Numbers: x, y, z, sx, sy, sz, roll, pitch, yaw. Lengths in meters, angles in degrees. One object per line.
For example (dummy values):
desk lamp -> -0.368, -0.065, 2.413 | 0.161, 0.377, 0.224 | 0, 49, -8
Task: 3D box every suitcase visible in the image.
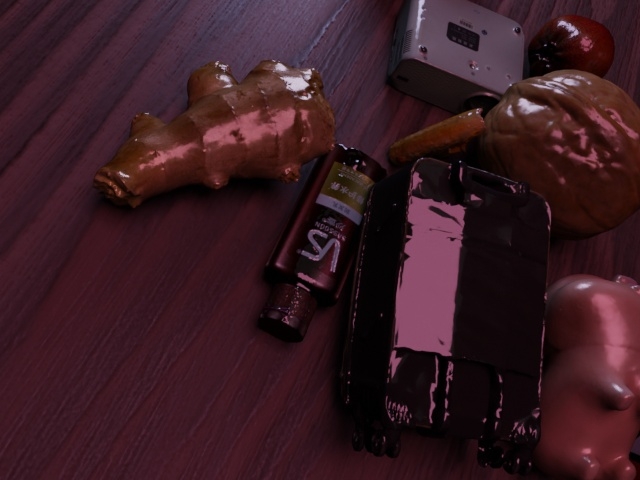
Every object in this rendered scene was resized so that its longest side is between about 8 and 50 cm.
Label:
suitcase -> 0.191, 0.102, 0.932 | 0.283, 0.194, 0.434 | 14, 76, -19

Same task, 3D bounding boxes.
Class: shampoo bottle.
shampoo bottle -> 0.000, 0.000, 0.981 | 0.129, 0.084, 0.323 | 29, 62, -6

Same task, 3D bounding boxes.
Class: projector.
projector -> 0.268, -0.361, 1.223 | 0.250, 0.108, 0.198 | 19, 64, -14

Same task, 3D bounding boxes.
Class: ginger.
ginger -> -0.161, -0.183, 0.950 | 0.375, 0.166, 0.236 | -9, 81, -31

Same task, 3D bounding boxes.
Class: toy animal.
toy animal -> 0.416, 0.208, 0.986 | 0.237, 0.269, 0.326 | 20, 100, -22

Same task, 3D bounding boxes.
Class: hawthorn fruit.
hawthorn fruit -> 0.533, -0.386, 1.312 | 0.188, 0.169, 0.169 | -6, 71, -27

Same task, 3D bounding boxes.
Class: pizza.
pizza -> 0.216, -0.176, 1.125 | 0.161, 0.182, 0.063 | -20, 90, -68

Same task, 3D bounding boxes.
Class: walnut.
walnut -> 0.435, -0.153, 1.116 | 0.313, 0.277, 0.252 | 51, 22, -2

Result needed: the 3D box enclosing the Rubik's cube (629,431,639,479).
Rubik's cube -> 0.599, 0.340, 1.044 | 0.284, 0.250, 0.234 | 30, 80, -14
